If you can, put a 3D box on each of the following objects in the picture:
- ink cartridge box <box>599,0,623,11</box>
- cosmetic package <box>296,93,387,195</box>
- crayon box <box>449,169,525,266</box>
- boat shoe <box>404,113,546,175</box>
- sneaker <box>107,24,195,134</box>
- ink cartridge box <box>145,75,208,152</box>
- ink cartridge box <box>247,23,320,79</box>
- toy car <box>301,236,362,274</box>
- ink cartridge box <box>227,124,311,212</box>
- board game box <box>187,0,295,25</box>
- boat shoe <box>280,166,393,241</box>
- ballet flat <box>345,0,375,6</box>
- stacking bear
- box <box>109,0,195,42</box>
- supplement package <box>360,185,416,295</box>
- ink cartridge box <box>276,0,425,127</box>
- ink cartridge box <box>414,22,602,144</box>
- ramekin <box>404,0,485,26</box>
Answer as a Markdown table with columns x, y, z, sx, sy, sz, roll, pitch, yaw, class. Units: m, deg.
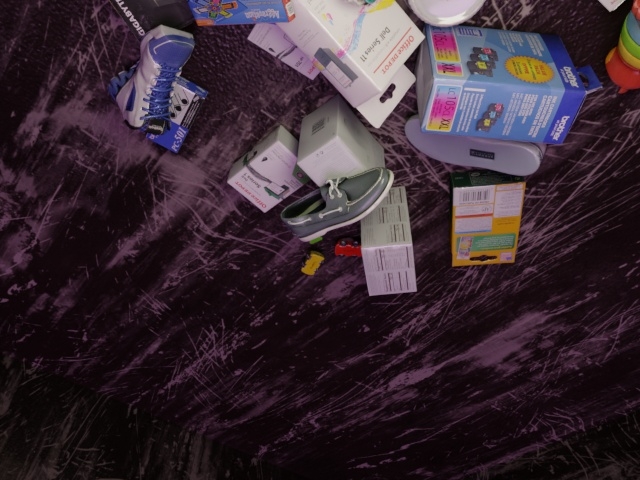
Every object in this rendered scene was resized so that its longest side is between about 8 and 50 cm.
| x | y | z | sx | sy | sz | roll | pitch | yaw | class |
| --- | --- | --- | --- | --- | --- | --- | --- | --- | --- |
| 0.634 | -0.593 | 1.180 | 0.135 | 0.056 | 0.099 | 30 | 127 | -22 | ink cartridge box |
| 0.061 | -0.227 | 1.439 | 0.138 | 0.224 | 0.225 | -30 | 124 | 27 | cosmetic package |
| 0.505 | -0.066 | 1.656 | 0.203 | 0.083 | 0.322 | -4 | 131 | 7 | crayon box |
| 0.417 | -0.293 | 1.426 | 0.367 | 0.156 | 0.135 | 18 | 144 | 27 | boat shoe |
| -0.406 | -0.370 | 1.336 | 0.316 | 0.182 | 0.127 | -29 | 166 | 40 | sneaker |
| -0.398 | -0.347 | 1.478 | 0.097 | 0.046 | 0.207 | 27 | 129 | -18 | ink cartridge box |
| -0.055 | -0.495 | 1.275 | 0.191 | 0.082 | 0.140 | 28 | 148 | -19 | ink cartridge box |
| 0.000 | 0.000 | 1.769 | 0.239 | 0.053 | 0.225 | -23 | 127 | 22 | toy car |
| -0.140 | -0.203 | 1.563 | 0.219 | 0.092 | 0.160 | -34 | 122 | 29 | ink cartridge box |
| -0.186 | -0.526 | 1.116 | 0.281 | 0.027 | 0.145 | 15 | 141 | 35 | board game box |
| 0.033 | -0.099 | 1.328 | 0.319 | 0.116 | 0.099 | -28 | 129 | 33 | boat shoe |
| 0.148 | -0.652 | 1.047 | 0.147 | 0.147 | 0.409 | 38 | 89 | -27 | ballet flat |
| 0.744 | -0.454 | 1.206 | 0.164 | 0.175 | 0.289 | 23 | 165 | 13 | stacking bear |
| -0.388 | -0.635 | 1.194 | 0.257 | 0.079 | 0.322 | -19 | 128 | 18 | box |
| 0.201 | 0.001 | 1.614 | 0.145 | 0.261 | 0.204 | -6 | 132 | 9 | supplement package |
| 0.088 | -0.449 | 1.188 | 0.353 | 0.207 | 0.119 | 43 | 157 | -17 | ink cartridge box |
| 0.433 | -0.369 | 1.254 | 0.396 | 0.270 | 0.151 | 6 | 137 | -2 | ink cartridge box |
| 0.279 | -0.576 | 1.183 | 0.207 | 0.109 | 0.207 | 2 | 133 | 2 | ramekin |
